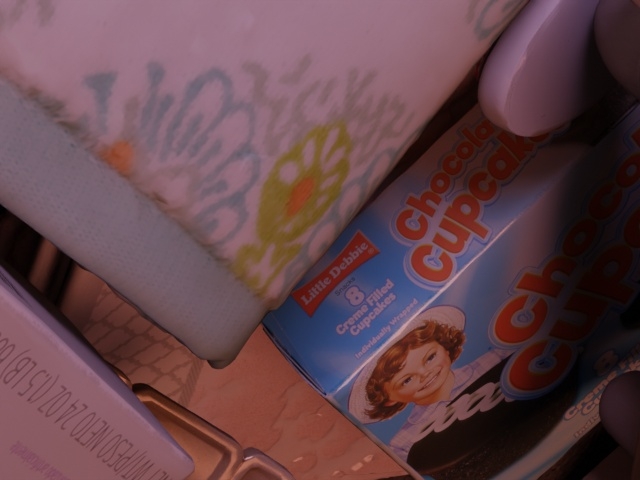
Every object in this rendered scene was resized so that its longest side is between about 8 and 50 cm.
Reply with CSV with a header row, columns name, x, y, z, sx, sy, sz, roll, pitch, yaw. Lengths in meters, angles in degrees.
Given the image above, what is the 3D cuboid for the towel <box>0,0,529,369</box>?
name,x,y,z,sx,sy,sz,roll,pitch,yaw
towel,-0.019,-0.159,0.545,0.320,0.090,0.374,-48,145,-4

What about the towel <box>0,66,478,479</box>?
name,x,y,z,sx,sy,sz,roll,pitch,yaw
towel,0.000,0.000,0.845,0.317,0.053,0.332,-11,138,-38

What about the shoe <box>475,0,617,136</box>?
name,x,y,z,sx,sy,sz,roll,pitch,yaw
shoe,0.098,-0.125,0.741,0.178,0.081,0.063,-54,144,-5

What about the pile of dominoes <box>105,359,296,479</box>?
name,x,y,z,sx,sy,sz,roll,pitch,yaw
pile of dominoes,-0.154,0.137,0.717,0.196,0.040,0.251,38,91,-36

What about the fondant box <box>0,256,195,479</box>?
name,x,y,z,sx,sy,sz,roll,pitch,yaw
fondant box,-0.217,0.110,0.536,0.330,0.096,0.238,-43,149,-4

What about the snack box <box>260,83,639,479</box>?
name,x,y,z,sx,sy,sz,roll,pitch,yaw
snack box,0.138,-0.026,0.850,0.322,0.060,0.187,-44,145,1

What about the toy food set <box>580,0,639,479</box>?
name,x,y,z,sx,sy,sz,roll,pitch,yaw
toy food set,0.172,-0.031,0.766,0.220,0.092,0.306,-35,145,-30
